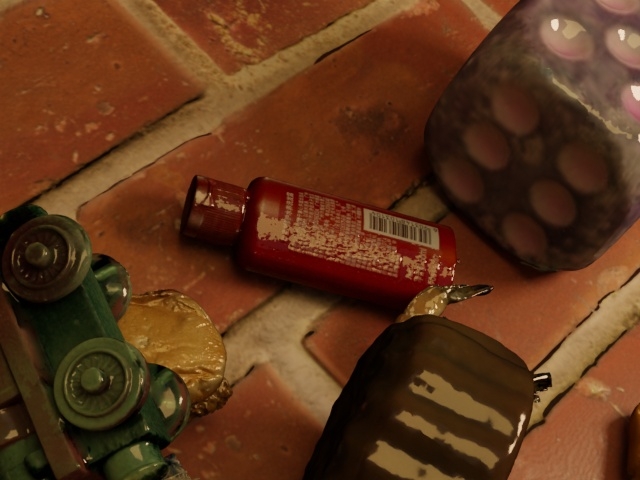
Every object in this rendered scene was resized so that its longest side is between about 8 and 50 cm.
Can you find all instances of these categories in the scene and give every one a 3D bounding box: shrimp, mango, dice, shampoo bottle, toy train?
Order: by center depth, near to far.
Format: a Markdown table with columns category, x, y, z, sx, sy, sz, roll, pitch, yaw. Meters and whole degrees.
| category | x | y | z | sx | sy | sz | roll | pitch | yaw |
| --- | --- | --- | --- | --- | --- | --- | --- | --- | --- |
| toy train | -0.264 | 0.120 | 1.224 | 0.221 | 0.150 | 0.304 | -30 | 66 | 1 |
| shrimp | 0.169 | 0.123 | 1.484 | 0.217 | 0.051 | 0.150 | 6 | 82 | -26 |
| shampoo bottle | 0.000 | 0.000 | 1.499 | 0.314 | 0.076 | 0.118 | 14 | 64 | -14 |
| mango | 0.388 | 0.236 | 1.524 | 0.077 | 0.063 | 0.127 | 8 | 51 | 26 |
| dice | 0.308 | -0.148 | 1.606 | 0.270 | 0.270 | 0.271 | 42 | 52 | 7 |

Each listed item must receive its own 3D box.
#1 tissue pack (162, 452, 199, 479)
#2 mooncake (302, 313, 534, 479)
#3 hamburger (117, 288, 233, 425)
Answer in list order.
| category | x | y | z | sx | sy | sz | roll | pitch | yaw |
| --- | --- | --- | --- | --- | --- | --- | --- | --- | --- |
| tissue pack | -0.167 | 0.261 | 1.255 | 0.111 | 0.079 | 0.085 | -22 | 69 | -33 |
| mooncake | 0.081 | 0.211 | 1.271 | 0.161 | 0.290 | 0.290 | 26 | 52 | 0 |
| hamburger | -0.166 | 0.120 | 1.347 | 0.138 | 0.083 | 0.147 | -13 | 63 | -25 |
